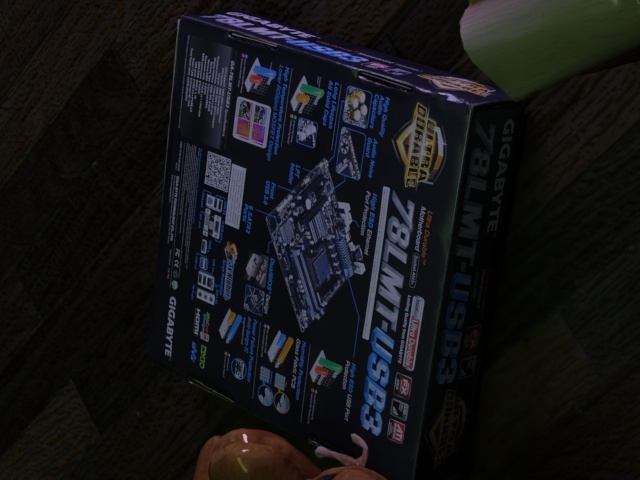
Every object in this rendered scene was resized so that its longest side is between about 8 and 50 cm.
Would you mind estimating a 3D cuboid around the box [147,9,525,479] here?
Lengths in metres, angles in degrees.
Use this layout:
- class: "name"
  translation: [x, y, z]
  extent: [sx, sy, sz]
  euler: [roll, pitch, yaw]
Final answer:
- class: "box"
  translation: [0.000, 0.000, 1.361]
  extent: [0.293, 0.073, 0.295]
  euler: [20, 111, 38]

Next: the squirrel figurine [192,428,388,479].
- class: "squirrel figurine"
  translation: [0.028, 0.312, 1.251]
  extent: [0.370, 0.281, 0.397]
  euler: [-28, 94, 50]

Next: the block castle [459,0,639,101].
- class: "block castle"
  translation: [0.170, -0.307, 0.895]
  extent: [0.213, 0.303, 0.453]
  euler: [-25, 80, 41]
